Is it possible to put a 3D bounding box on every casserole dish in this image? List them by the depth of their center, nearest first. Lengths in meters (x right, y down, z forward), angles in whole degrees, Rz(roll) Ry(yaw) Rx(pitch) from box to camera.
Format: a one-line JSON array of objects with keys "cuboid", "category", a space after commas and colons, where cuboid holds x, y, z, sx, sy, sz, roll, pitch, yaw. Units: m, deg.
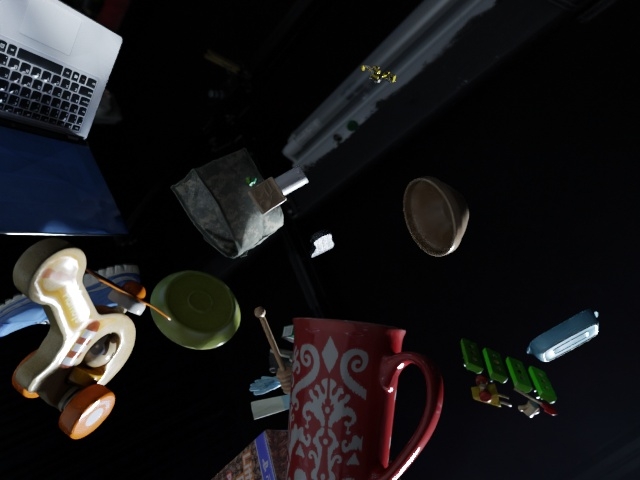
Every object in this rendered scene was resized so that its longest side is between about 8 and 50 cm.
[{"cuboid": [0.584, 0.232, 1.112, 0.188, 0.114, 0.037, -33, -131, 7], "category": "casserole dish"}]

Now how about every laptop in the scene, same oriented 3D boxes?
[{"cuboid": [-0.509, -0.243, 0.895, 0.236, 0.382, 0.407, 27, -82, 16], "category": "laptop"}]

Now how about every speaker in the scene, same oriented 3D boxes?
[{"cuboid": [-0.105, -0.152, 1.296, 0.055, 0.136, 0.055, 60, -4, 6], "category": "speaker"}]

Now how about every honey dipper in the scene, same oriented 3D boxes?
[{"cuboid": [-0.077, 0.183, 0.785, 0.030, 0.030, 0.160, -7, -69, 44], "category": "honey dipper"}]

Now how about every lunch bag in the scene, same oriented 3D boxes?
[{"cuboid": [-0.267, -0.103, 1.433, 0.169, 0.235, 0.287, -26, -81, 41], "category": "lunch bag"}]

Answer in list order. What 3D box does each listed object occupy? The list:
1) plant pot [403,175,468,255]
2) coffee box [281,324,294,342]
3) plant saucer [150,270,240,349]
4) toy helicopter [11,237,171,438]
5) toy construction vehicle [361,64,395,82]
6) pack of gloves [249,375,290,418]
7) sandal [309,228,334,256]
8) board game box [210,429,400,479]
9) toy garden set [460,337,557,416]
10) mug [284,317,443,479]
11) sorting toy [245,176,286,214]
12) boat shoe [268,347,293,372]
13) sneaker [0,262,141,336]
[{"cuboid": [0.356, -0.082, 1.381, 0.237, 0.110, 0.237, 50, -29, 42], "category": "plant pot"}, {"cuboid": [-0.020, 0.274, 1.352, 0.184, 0.113, 0.040, -23, -135, 49], "category": "coffee box"}, {"cuboid": [-0.318, 0.168, 1.225, 0.241, 0.241, 0.037, 55, -47, 21], "category": "plant saucer"}, {"cuboid": [-0.348, 0.118, 0.701, 0.140, 0.235, 0.355, 31, -39, 16], "category": "toy helicopter"}, {"cuboid": [0.191, -0.550, 1.531, 0.098, 0.086, 0.035, 41, -43, 22], "category": "toy construction vehicle"}, {"cuboid": [-0.104, 0.444, 1.432, 0.195, 0.232, 0.046, -139, -141, -71], "category": "pack of gloves"}, {"cuboid": [0.001, -0.001, 1.732, 0.054, 0.097, 0.254, 63, -12, 15], "category": "sandal"}, {"cuboid": [-0.051, 0.425, 0.722, 0.291, 0.232, 0.141, -50, -137, 28], "category": "board game box"}, {"cuboid": [0.473, 0.367, 1.183, 0.244, 0.204, 0.049, 22, -66, -1], "category": "toy garden set"}, {"cuboid": [0.025, 0.161, 0.430, 0.150, 0.113, 0.169, 155, -56, -67], "category": "mug"}, {"cuboid": [-0.116, -0.103, 0.961, 0.062, 0.012, 0.083, -33, -84, 2], "category": "sorting toy"}, {"cuboid": [-0.095, 0.465, 1.701, 0.335, 0.112, 0.095, -3, -100, 60], "category": "boat shoe"}, {"cuboid": [-0.570, 0.161, 1.065, 0.130, 0.330, 0.147, 160, -88, -79], "category": "sneaker"}]
